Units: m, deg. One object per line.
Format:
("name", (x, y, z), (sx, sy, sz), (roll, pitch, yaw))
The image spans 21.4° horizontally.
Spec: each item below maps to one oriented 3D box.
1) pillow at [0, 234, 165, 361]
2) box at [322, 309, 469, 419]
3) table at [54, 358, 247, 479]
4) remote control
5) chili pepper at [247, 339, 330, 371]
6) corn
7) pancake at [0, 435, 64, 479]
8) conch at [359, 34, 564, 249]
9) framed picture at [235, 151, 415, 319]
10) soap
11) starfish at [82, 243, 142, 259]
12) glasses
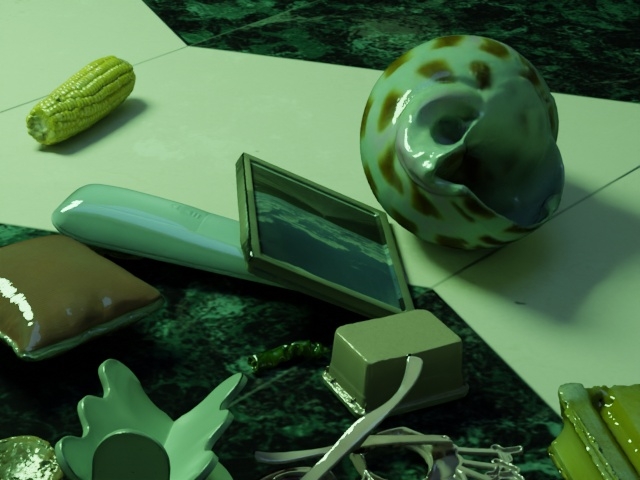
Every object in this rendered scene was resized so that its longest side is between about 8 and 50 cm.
("pillow", (-0.263, 0.059, 1.632), (0.171, 0.075, 0.179), (-21, 35, -38))
("box", (0.071, 0.113, 1.575), (0.122, 0.062, 0.089), (-10, 30, -26))
("table", (-0.131, 0.183, 1.330), (0.166, 0.167, 0.198), (5, 19, 4))
("remote control", (-0.132, -0.007, 1.781), (0.293, 0.051, 0.103), (15, 22, 6))
("chili pepper", (-0.031, 0.109, 1.621), (0.083, 0.022, 0.027), (-11, -3, -24))
("corn", (-0.293, -0.176, 2.097), (0.067, 0.067, 0.206), (14, 30, 20))
("pancake", (-0.271, 0.204, 1.358), (0.139, 0.022, 0.139), (-19, 26, 10))
("conch", (0.167, -0.105, 1.874), (0.249, 0.197, 0.368), (50, 42, 9))
("framed picture", (0.000, 0.000, 1.768), (0.189, 0.023, 0.260), (23, 22, -15))
("soap", (0.287, 0.202, 1.411), (0.135, 0.076, 0.233), (-3, 27, -10))
("starfish", (-0.232, 0.010, 1.800), (0.092, 0.016, 0.086), (12, 30, 12))
("glasses", (0.063, 0.191, 1.393), (0.255, 0.095, 0.162), (-20, 43, -34))
